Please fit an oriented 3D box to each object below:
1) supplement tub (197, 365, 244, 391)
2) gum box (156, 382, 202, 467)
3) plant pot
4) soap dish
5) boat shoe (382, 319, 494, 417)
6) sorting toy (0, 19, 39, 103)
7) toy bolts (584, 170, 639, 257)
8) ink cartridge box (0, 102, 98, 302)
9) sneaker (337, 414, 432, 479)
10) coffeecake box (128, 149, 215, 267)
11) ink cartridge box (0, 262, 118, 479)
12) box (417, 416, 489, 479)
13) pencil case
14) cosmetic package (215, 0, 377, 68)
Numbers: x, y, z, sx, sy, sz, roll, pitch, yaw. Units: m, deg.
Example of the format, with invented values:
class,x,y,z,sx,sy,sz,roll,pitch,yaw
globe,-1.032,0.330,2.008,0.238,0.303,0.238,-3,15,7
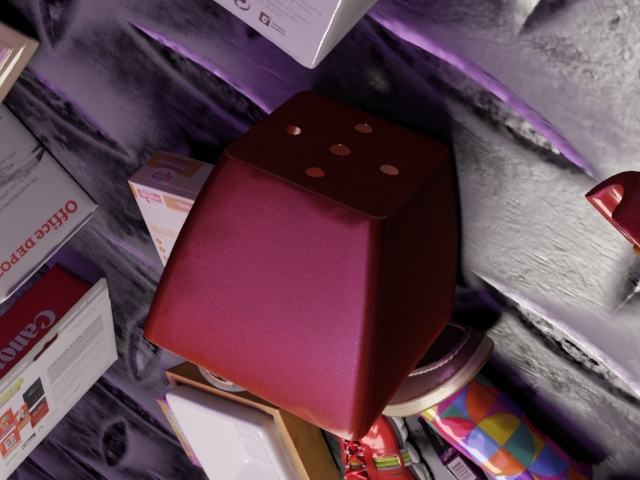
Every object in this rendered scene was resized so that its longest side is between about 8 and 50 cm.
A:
class,x,y,z,sx,sy,sz,roll,pitch,yaw
supplement tub,-0.111,0.137,1.593,0.117,0.117,0.190,38,159,4
gum box,-0.195,0.330,1.989,0.107,0.062,0.188,12,138,37
plant pot,0.000,0.000,1.215,0.267,0.267,0.236,24,128,17
soap dish,-0.099,0.314,1.821,0.229,0.118,0.291,13,138,35
boat shoe,0.071,0.135,1.437,0.123,0.123,0.342,50,153,-16
sorting toy,-0.495,-0.244,1.501,0.196,0.047,0.347,26,119,-31
toy bolts,0.352,-0.026,0.985,0.228,0.158,0.218,41,-171,-20
ink cartridge box,-0.521,-0.078,1.681,0.307,0.223,0.129,49,147,-14
sneaker,0.070,0.314,1.648,0.107,0.118,0.279,-5,126,48
coffeecake box,-0.145,-0.011,1.454,0.142,0.068,0.185,17,141,32
ink cartridge box,-0.489,0.202,1.906,0.130,0.309,0.272,30,145,16
box,0.187,0.296,1.511,0.116,0.029,0.162,50,-179,-15
pencil case,0.227,0.245,1.429,0.236,0.104,0.104,44,148,-1
cosmetic package,0.001,-0.276,0.945,0.151,0.183,0.151,37,147,5
